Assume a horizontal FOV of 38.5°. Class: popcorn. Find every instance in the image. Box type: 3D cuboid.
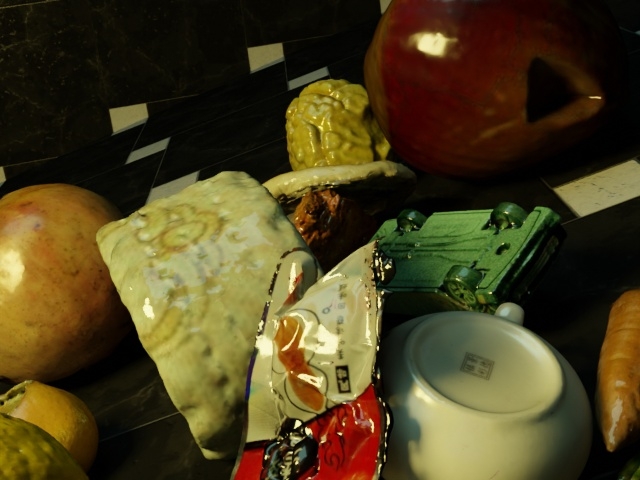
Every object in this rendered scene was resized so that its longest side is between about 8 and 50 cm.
[{"bbox_3d":[0.027,-0.150,1.546,0.200,0.226,0.203,-43,-15,-21],"label":"popcorn"}]

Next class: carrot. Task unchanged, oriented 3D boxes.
[{"bbox_3d":[0.274,0.119,0.799,0.072,0.072,0.205,-9,24,31],"label":"carrot"}]

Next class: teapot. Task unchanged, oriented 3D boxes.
[{"bbox_3d":[0.132,0.148,0.794,0.204,0.139,0.298,20,36,22],"label":"teapot"}]

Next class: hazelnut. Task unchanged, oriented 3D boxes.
[{"bbox_3d":[0.249,-0.268,1.395,0.402,0.402,0.429,-17,20,13],"label":"hazelnut"}]

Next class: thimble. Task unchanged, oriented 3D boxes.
[{"bbox_3d":[-0.094,0.075,0.975,0.195,0.291,0.291,-26,21,-10],"label":"thimble"}]

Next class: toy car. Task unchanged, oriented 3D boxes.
[{"bbox_3d":[0.147,0.029,1.082,0.141,0.097,0.320,-50,23,-22],"label":"toy car"}]

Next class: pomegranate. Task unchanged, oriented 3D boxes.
[{"bbox_3d":[-0.399,0.064,1.323,0.322,0.322,0.322,-19,21,8],"label":"pomegranate"}]

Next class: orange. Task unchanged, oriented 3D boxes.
[{"bbox_3d":[-0.335,0.233,1.056,0.156,0.134,0.156,-19,9,3],"label":"orange"}]

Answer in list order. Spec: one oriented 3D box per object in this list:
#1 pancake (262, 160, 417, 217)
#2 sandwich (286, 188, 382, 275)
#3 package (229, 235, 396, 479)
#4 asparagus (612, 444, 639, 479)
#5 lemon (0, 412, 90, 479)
[{"bbox_3d":[0.013,-0.057,1.348,0.282,0.049,0.282,-9,-16,-3],"label":"pancake"},{"bbox_3d":[0.006,-0.003,1.247,0.109,0.160,0.185,8,31,39],"label":"sandwich"},{"bbox_3d":[-0.007,0.128,0.762,0.071,0.269,0.194,14,-16,-31],"label":"package"},{"bbox_3d":[0.311,0.137,0.793,0.233,0.022,0.023,-41,-16,-36],"label":"asparagus"},{"bbox_3d":[-0.321,0.276,0.785,0.267,0.267,0.267,-19,21,8],"label":"lemon"}]
